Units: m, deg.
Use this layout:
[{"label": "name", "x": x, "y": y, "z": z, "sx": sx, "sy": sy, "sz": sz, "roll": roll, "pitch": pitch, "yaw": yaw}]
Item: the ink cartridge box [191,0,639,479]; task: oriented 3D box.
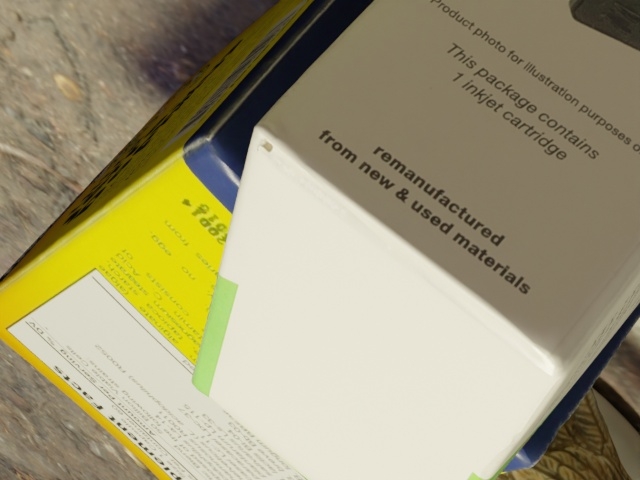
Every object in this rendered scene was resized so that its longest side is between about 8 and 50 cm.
[{"label": "ink cartridge box", "x": 0.090, "y": -0.045, "z": 0.629, "sx": 0.115, "sy": 0.273, "sz": 0.198, "roll": 38, "pitch": 154, "yaw": 10}]

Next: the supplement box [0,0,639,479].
[{"label": "supplement box", "x": 0.000, "y": 0.000, "z": 0.903, "sx": 0.194, "sy": 0.195, "sz": 0.356, "roll": 45, "pitch": 153, "yaw": -10}]

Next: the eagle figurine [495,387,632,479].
[{"label": "eagle figurine", "x": 0.212, "y": 0.189, "z": 0.940, "sx": 0.225, "sy": 0.226, "sz": 0.298, "roll": 39, "pitch": 168, "yaw": 52}]

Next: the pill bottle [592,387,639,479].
[{"label": "pill bottle", "x": 0.013, "y": 0.257, "z": 1.046, "sx": 0.229, "sy": 0.408, "sz": 0.229, "roll": 30, "pitch": 152, "yaw": 18}]
